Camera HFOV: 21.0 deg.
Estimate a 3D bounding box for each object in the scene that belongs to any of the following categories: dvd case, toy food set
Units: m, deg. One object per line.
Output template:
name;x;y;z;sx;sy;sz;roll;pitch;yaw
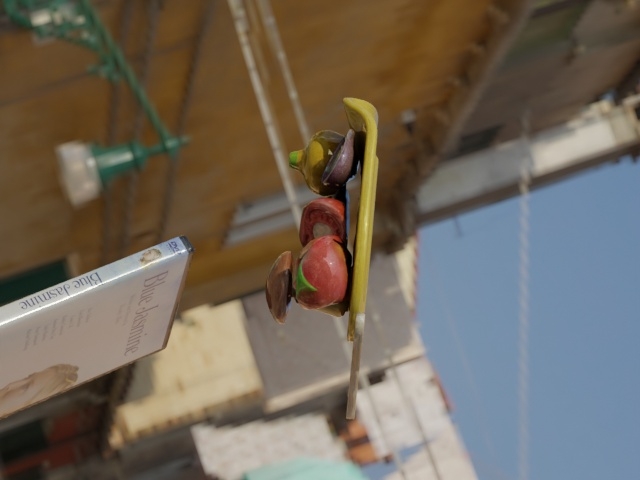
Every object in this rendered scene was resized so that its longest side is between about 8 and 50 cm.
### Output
dvd case;-0.237;0.092;1.541;0.022;0.253;0.180;55;-29;22
toy food set;0.000;0.000;1.210;0.128;0.071;0.218;93;2;-59
